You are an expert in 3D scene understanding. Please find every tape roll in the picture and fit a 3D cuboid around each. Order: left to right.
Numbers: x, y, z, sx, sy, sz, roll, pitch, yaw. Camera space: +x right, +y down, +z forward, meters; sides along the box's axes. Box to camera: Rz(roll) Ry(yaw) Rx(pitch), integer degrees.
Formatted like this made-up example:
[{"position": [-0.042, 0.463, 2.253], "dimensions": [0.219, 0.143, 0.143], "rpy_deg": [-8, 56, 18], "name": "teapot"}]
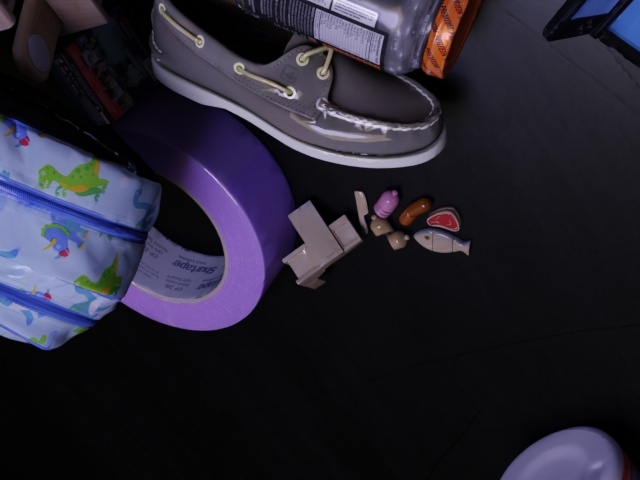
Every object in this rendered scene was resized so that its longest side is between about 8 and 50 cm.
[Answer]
[{"position": [-0.167, -0.030, 1.106], "dimensions": [0.275, 0.090, 0.274], "rpy_deg": [17, 133, 19], "name": "tape roll"}]

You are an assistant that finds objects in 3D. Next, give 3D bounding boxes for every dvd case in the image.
[{"position": [-0.213, -0.171, 0.990], "dimensions": [0.013, 0.119, 0.087], "rpy_deg": [-13, 120, 38], "name": "dvd case"}]

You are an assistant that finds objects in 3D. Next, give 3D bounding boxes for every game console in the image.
[{"position": [0.251, -0.180, 0.751], "dimensions": [0.071, 0.107, 0.122], "rpy_deg": [57, 138, 18], "name": "game console"}]

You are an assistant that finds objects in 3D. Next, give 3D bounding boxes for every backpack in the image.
[{"position": [-0.322, -0.053, 0.876], "dimensions": [0.356, 0.273, 0.290], "rpy_deg": [8, 177, -13], "name": "backpack"}]

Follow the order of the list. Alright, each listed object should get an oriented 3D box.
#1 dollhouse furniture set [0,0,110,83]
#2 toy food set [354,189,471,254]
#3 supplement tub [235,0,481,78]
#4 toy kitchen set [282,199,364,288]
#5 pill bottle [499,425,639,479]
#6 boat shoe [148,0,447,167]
[{"position": [-0.131, -0.284, 0.760], "dimensions": [0.356, 0.173, 0.303], "rpy_deg": [-11, 145, 16], "name": "dollhouse furniture set"}, {"position": [0.092, -0.019, 1.014], "dimensions": [0.122, 0.019, 0.078], "rpy_deg": [7, 130, 25], "name": "toy food set"}, {"position": [0.033, -0.211, 0.815], "dimensions": [0.190, 0.117, 0.117], "rpy_deg": [24, 135, 9], "name": "supplement tub"}, {"position": [0.000, 0.000, 1.081], "dimensions": [0.083, 0.075, 0.068], "rpy_deg": [-35, 75, 8], "name": "toy kitchen set"}, {"position": [0.333, 0.358, 1.094], "dimensions": [0.161, 0.161, 0.283], "rpy_deg": [-25, 111, 42], "name": "pill bottle"}, {"position": [-0.025, -0.156, 0.902], "dimensions": [0.305, 0.109, 0.091], "rpy_deg": [23, 140, 17], "name": "boat shoe"}]
